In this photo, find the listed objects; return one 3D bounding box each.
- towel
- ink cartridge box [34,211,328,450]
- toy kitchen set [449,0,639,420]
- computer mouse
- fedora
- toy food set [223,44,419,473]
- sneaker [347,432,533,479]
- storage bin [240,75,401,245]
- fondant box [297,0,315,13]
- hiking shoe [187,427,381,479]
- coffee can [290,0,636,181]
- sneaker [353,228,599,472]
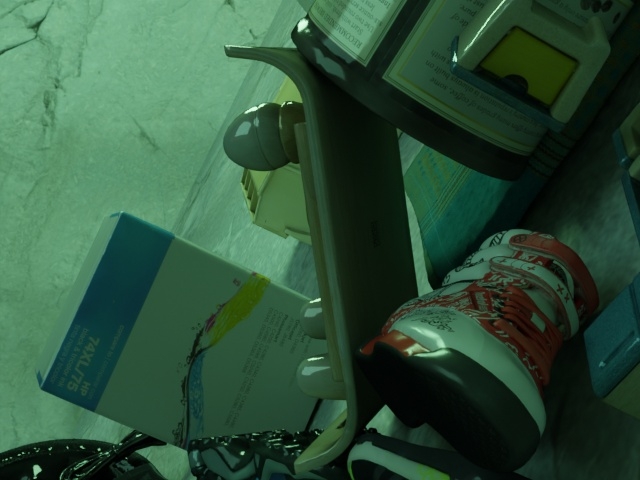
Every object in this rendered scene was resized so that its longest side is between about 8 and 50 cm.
[{"bbox_3d":[0.193,-0.143,1.036,0.370,0.040,0.271,-56,15,21],"label":"towel"},{"bbox_3d":[-0.142,0.113,1.322,0.197,0.270,0.198,-66,13,-6],"label":"ink cartridge box"},{"bbox_3d":[0.146,-0.032,0.699,0.122,0.166,0.207,-55,15,31],"label":"toy kitchen set"},{"bbox_3d":[-0.211,0.324,1.613,0.184,0.060,0.262,-30,28,-28],"label":"computer mouse"},{"bbox_3d":[-0.367,0.418,1.678,0.334,0.334,0.153,-85,-6,-59],"label":"fedora"},{"bbox_3d":[0.000,0.000,0.947,0.219,0.092,0.306,-24,-73,-71],"label":"toy food set"},{"bbox_3d":[0.064,0.184,0.784,0.097,0.084,0.234,-68,13,-12],"label":"sneaker"},{"bbox_3d":[0.006,-0.141,1.585,0.260,0.123,0.262,-62,13,9],"label":"storage bin"},{"bbox_3d":[0.058,-0.448,1.476,0.330,0.238,0.096,-45,15,-17],"label":"fondant box"},{"bbox_3d":[-0.019,0.230,1.051,0.304,0.113,0.132,161,105,-64],"label":"hiking shoe"},{"bbox_3d":[0.134,-0.210,0.875,0.275,0.201,0.201,-57,14,16],"label":"coffee can"},{"bbox_3d":[0.109,0.051,0.732,0.145,0.090,0.270,-38,2,-8],"label":"sneaker"}]
